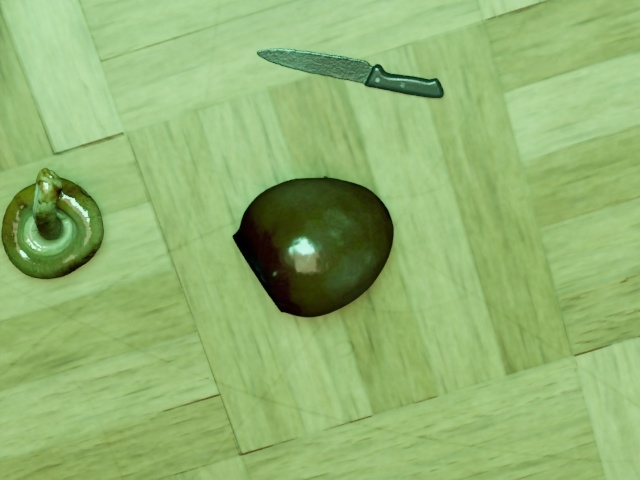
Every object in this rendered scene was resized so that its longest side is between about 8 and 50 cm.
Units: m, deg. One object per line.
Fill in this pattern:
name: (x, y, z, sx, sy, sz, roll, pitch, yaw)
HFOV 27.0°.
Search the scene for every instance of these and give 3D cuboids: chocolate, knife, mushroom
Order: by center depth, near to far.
mushroom: (-0.232, -0.024, 1.171, 0.088, 0.073, 0.129, 27, 139, 4)
knife: (0.027, -0.150, 1.180, 0.170, 0.010, 0.023, 10, 107, -4)
chocolate: (0.000, 0.000, 1.188, 0.133, 0.127, 0.124, -37, 136, -4)
